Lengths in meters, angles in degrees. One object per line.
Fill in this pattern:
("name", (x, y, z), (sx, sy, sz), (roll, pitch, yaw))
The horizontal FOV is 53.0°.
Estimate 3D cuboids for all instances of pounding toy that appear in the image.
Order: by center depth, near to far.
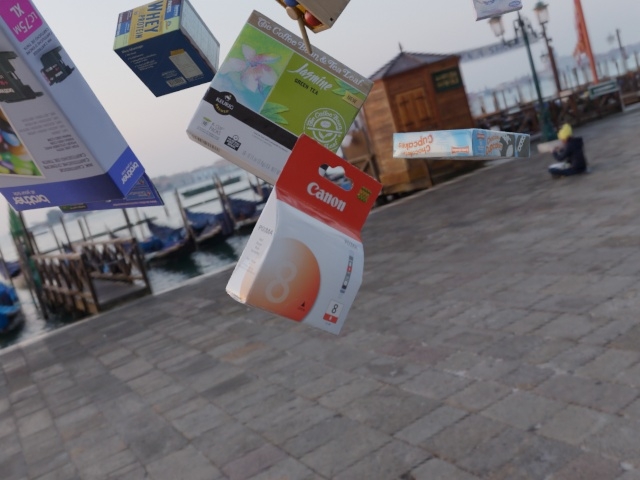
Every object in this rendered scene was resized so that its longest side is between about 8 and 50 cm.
("pounding toy", (-0.022, -0.412, 1.129), (0.100, 0.130, 0.141), (-54, 19, 1))

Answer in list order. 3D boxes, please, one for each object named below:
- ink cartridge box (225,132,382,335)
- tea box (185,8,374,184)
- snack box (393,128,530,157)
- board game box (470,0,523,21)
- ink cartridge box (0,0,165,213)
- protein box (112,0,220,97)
("ink cartridge box", (0.000, 0.000, 0.676), (0.145, 0.179, 0.045), (27, 1, -43))
("tea box", (-0.103, -0.313, 1.561), (0.323, 0.329, 0.220), (-62, 9, -2))
("snack box", (0.326, -0.212, 1.446), (0.187, 0.060, 0.322), (3, 7, 38))
("board game box", (0.334, -0.479, 1.239), (0.090, 0.090, 0.020), (-13, -5, 6))
("ink cartridge box", (-0.326, -0.131, 0.707), (0.186, 0.311, 0.065), (-3, 46, 27))
("protein box", (-0.406, -0.518, 1.718), (0.200, 0.136, 0.201), (-11, -30, 18))
